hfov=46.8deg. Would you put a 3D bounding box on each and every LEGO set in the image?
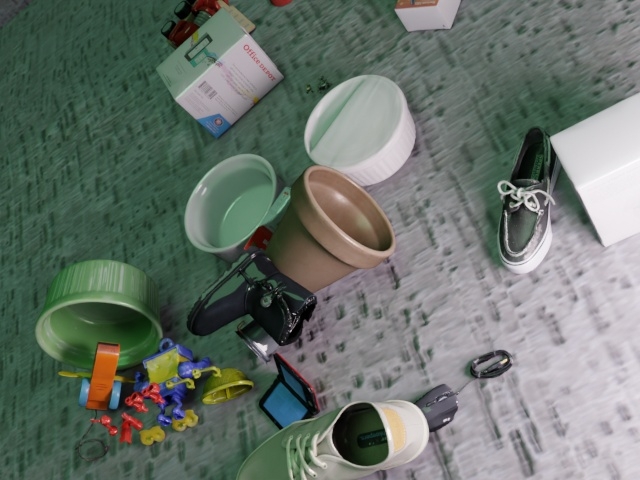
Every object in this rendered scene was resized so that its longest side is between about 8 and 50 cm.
[{"bbox_3d":[-0.008,-0.428,2.026,0.083,0.023,0.054,-23,53,21],"label":"LEGO set"}]

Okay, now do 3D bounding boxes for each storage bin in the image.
[{"bbox_3d":[-0.131,0.207,1.671,0.091,0.098,0.135,-44,13,-10],"label":"storage bin"}]

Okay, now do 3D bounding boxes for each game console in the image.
[{"bbox_3d":[-0.077,0.336,1.589,0.085,0.124,0.144,-33,45,-22],"label":"game console"}]

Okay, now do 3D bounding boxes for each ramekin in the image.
[{"bbox_3d":[-0.194,-0.068,1.867,0.277,0.135,0.277,-16,57,25],"label":"ramekin"},{"bbox_3d":[-0.546,0.184,1.853,0.303,0.303,0.148,-26,45,19],"label":"ramekin"},{"bbox_3d":[0.104,-0.255,1.783,0.273,0.127,0.272,-16,57,25],"label":"ramekin"}]

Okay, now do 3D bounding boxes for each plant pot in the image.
[{"bbox_3d":[0.000,0.000,1.652,0.229,0.263,0.263,-46,45,28],"label":"plant pot"}]

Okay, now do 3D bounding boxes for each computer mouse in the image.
[{"bbox_3d":[0.263,0.286,1.417,0.242,0.041,0.071,-40,48,7],"label":"computer mouse"}]

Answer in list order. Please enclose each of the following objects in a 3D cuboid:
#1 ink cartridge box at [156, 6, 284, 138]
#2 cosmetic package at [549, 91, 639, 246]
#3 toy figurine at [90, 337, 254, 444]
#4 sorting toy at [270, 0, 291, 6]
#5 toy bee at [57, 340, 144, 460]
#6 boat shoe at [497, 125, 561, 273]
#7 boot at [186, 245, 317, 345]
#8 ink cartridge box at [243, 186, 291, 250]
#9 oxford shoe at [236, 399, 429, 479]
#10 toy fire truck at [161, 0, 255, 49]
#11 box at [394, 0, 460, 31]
[{"bbox_3d":[-0.289,-0.483,2.132,0.270,0.198,0.197,-40,48,6],"label":"ink cartridge box"},{"bbox_3d":[0.569,-0.135,1.337,0.224,0.225,0.138,-27,52,18],"label":"cosmetic package"},{"bbox_3d":[-0.349,0.302,1.727,0.363,0.191,0.217,-28,47,16],"label":"toy figurine"},{"bbox_3d":[-0.033,-0.861,2.231,0.366,0.126,0.127,-28,52,19],"label":"sorting toy"},{"bbox_3d":[-0.563,0.365,1.846,0.298,0.195,0.162,-55,23,9],"label":"toy bee"},{"bbox_3d":[0.418,-0.087,1.489,0.113,0.105,0.306,10,70,37],"label":"boat shoe"},{"bbox_3d":[-0.146,0.158,1.573,0.207,0.094,0.246,42,90,27],"label":"boot"},{"bbox_3d":[-0.082,-0.017,1.754,0.045,0.145,0.179,25,79,42],"label":"ink cartridge box"},{"bbox_3d":[-0.005,0.419,1.444,0.449,0.130,0.169,-27,65,26],"label":"oxford shoe"},{"bbox_3d":[-0.349,-0.683,2.342,0.246,0.158,0.217,19,74,50],"label":"toy fire truck"},{"bbox_3d":[0.288,-0.638,1.908,0.130,0.091,0.170,8,68,36],"label":"box"}]
